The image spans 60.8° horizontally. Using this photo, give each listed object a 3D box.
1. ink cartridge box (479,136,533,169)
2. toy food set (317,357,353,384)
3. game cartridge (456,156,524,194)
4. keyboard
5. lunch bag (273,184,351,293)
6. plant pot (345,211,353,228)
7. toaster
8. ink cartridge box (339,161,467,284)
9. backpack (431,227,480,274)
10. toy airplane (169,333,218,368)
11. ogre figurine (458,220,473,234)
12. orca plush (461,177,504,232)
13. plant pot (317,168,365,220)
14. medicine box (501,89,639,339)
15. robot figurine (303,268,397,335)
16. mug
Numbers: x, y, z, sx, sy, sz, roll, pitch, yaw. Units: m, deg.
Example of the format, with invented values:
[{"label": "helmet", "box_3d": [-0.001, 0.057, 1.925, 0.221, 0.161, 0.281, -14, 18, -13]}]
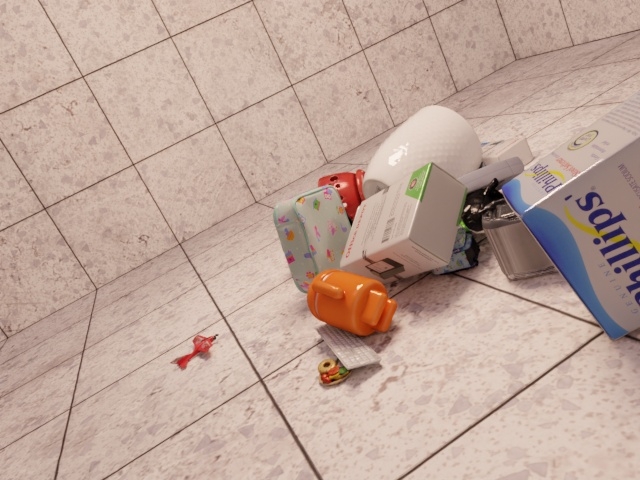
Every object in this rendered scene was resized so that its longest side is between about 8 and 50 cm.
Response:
[{"label": "ink cartridge box", "box_3d": [0.563, -0.263, 1.771, 0.139, 0.082, 0.190, -33, 16, -22]}, {"label": "toy food set", "box_3d": [0.032, 0.258, 1.093, 0.082, 0.020, 0.083, -23, 16, 11]}, {"label": "game cartridge", "box_3d": [0.400, -0.134, 1.476, 0.294, 0.060, 0.196, -22, -16, -18]}, {"label": "keyboard", "box_3d": [0.051, 0.215, 1.156, 0.072, 0.014, 0.256, -6, 10, -14]}, {"label": "lunch bag", "box_3d": [0.000, 0.000, 1.483, 0.107, 0.279, 0.224, -12, 11, 39]}, {"label": "plant pot", "box_3d": [-0.009, -0.012, 1.716, 0.167, 0.188, 0.187, -29, 13, 33]}, {"label": "toaster", "box_3d": [0.428, -0.015, 1.104, 0.226, 0.147, 0.129, -17, 18, 25]}, {"label": "ink cartridge box", "box_3d": [0.190, -0.027, 1.296, 0.289, 0.121, 0.211, -27, 37, 58]}, {"label": "backpack", "box_3d": [0.305, 0.025, 1.280, 0.114, 0.084, 0.105, -22, 14, 27]}, {"label": "toy airplane", "box_3d": [-0.342, 0.303, 1.501, 0.151, 0.028, 0.151, -25, 15, 7]}, {"label": "ogre figurine", "box_3d": [0.300, -0.020, 1.409, 0.118, 0.097, 0.197, -18, 26, -15]}, {"label": "orca plush", "box_3d": [0.439, -0.101, 1.349, 0.287, 0.102, 0.151, -11, 37, -42]}, {"label": "plant pot", "box_3d": [0.101, -0.160, 1.959, 0.174, 0.191, 0.191, -18, 18, 17]}, {"label": "medicine box", "box_3d": [0.477, -0.045, 0.818, 0.289, 0.263, 0.149, -37, 13, 18]}, {"label": "robot figurine", "box_3d": [0.060, 0.135, 1.201, 0.219, 0.128, 0.158, 13, 22, 43]}, {"label": "mug", "box_3d": [0.286, -0.199, 1.742, 0.328, 0.276, 0.374, -42, -8, -25]}]
